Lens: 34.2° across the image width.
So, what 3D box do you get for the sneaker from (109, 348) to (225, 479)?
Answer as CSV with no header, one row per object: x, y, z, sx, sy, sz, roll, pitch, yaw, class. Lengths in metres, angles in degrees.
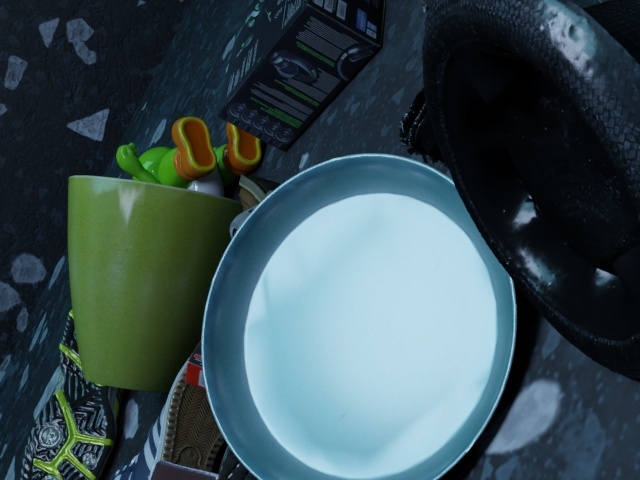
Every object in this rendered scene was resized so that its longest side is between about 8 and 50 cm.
-0.185,0.257,1.334,0.153,0.099,0.282,-17,52,60,sneaker

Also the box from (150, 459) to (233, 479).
-0.087,0.325,0.927,0.167,0.168,0.203,-15,52,63,box

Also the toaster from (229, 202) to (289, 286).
0.000,0.000,1.111,0.185,0.110,0.168,-27,12,-8,toaster

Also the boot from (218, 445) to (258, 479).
-0.053,0.186,1.172,0.246,0.083,0.161,-66,11,-13,boot

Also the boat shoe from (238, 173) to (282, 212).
-0.057,-0.016,1.343,0.307,0.111,0.104,-134,58,-76,boat shoe

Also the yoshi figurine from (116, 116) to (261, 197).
-0.251,-0.129,1.845,0.362,0.203,0.203,-37,17,53,yoshi figurine

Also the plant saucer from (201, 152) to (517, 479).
0.032,0.079,0.932,0.317,0.044,0.317,-9,73,31,plant saucer

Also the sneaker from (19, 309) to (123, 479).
-0.397,0.297,1.778,0.147,0.145,0.385,88,-165,-66,sneaker

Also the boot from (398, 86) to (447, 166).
0.140,-0.124,1.031,0.121,0.099,0.045,-60,23,6,boot

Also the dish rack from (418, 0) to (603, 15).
0.212,-0.275,0.913,0.271,0.208,0.074,-53,11,24,dish rack

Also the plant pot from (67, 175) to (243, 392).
-0.261,0.072,1.563,0.275,0.275,0.293,180,99,-67,plant pot

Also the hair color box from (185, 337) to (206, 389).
-0.105,0.125,1.282,0.141,0.072,0.043,-63,-11,-46,hair color box

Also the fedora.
0.202,-0.063,0.693,0.152,0.334,0.334,-28,20,-8,fedora

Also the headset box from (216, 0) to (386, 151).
-0.033,-0.313,1.610,0.283,0.131,0.246,-44,29,40,headset box
